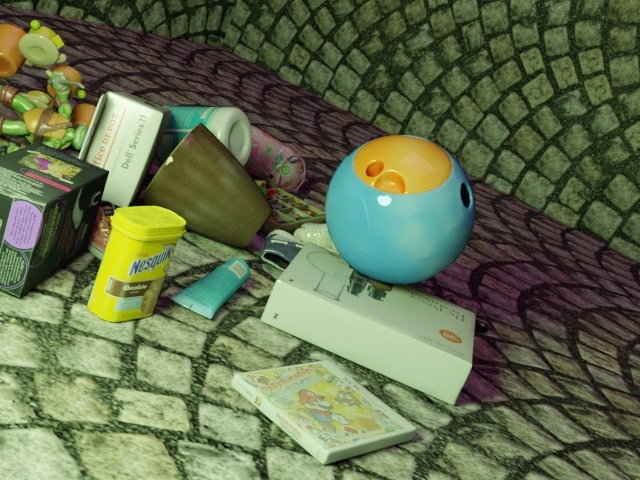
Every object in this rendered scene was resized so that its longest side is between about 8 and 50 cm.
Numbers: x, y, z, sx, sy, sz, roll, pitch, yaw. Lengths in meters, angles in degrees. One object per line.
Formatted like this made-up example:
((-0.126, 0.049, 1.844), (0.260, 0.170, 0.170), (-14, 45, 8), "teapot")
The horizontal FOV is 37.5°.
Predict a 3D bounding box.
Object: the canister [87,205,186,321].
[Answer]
((-0.293, 0.038, 1.495), (0.073, 0.170, 0.126), (30, 19, 26), "canister")

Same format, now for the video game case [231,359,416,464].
((0.008, 0.255, 1.446), (0.206, 0.026, 0.227), (34, 21, 34), "video game case")

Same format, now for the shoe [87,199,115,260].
((-0.387, -0.019, 1.704), (0.178, 0.081, 0.063), (30, 19, 25), "shoe")

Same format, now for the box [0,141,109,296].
((-0.472, -0.042, 1.527), (0.143, 0.165, 0.270), (22, 16, 3), "box")

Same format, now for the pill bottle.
((-0.298, -0.232, 2.147), (0.264, 0.146, 0.146), (6, 9, 25), "pill bottle")

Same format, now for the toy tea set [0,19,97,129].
((-0.616, -0.370, 2.137), (0.199, 0.336, 0.124), (-4, 50, 15), "toy tea set")

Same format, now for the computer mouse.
((0.261, 0.144, 2.072), (0.242, 0.041, 0.071), (21, 16, -6), "computer mouse")

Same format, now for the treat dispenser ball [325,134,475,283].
((0.152, -0.060, 1.812), (0.288, 0.288, 0.288), (20, 17, -6), "treat dispenser ball")

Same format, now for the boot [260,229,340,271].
((-0.034, 0.048, 1.987), (0.189, 0.069, 0.086), (21, 34, 0), "boot")

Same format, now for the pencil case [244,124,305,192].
((-0.166, -0.231, 2.564), (0.284, 0.124, 0.124), (36, 22, 36), "pencil case")

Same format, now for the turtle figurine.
((-0.623, -0.274, 2.006), (0.266, 0.198, 0.275), (16, 14, -1), "turtle figurine")

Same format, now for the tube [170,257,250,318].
((-0.189, 0.086, 1.696), (0.080, 0.052, 0.207), (20, 21, 12), "tube")

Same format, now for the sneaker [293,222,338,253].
((0.000, 0.000, 2.096), (0.115, 0.091, 0.232), (4, -4, -10), "sneaker")

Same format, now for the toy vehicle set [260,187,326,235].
((-0.104, -0.069, 2.282), (0.166, 0.035, 0.267), (28, 18, 20), "toy vehicle set")

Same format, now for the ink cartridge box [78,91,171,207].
((-0.396, -0.185, 1.895), (0.119, 0.207, 0.353), (21, 7, -8), "ink cartridge box")

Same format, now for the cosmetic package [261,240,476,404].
((0.103, 0.145, 1.786), (0.377, 0.098, 0.284), (23, 19, 4), "cosmetic package")

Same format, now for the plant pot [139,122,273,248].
((-0.222, -0.091, 1.976), (0.230, 0.215, 0.215), (37, 16, -5), "plant pot")

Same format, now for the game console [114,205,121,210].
((-0.410, -0.063, 1.819), (0.122, 0.071, 0.107), (26, 35, 10), "game console")

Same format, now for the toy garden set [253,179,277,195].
((-0.217, -0.141, 2.209), (0.244, 0.049, 0.203), (11, 8, 39), "toy garden set")
